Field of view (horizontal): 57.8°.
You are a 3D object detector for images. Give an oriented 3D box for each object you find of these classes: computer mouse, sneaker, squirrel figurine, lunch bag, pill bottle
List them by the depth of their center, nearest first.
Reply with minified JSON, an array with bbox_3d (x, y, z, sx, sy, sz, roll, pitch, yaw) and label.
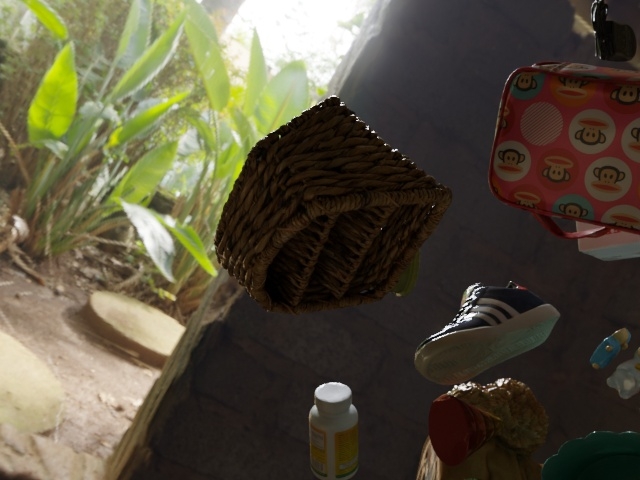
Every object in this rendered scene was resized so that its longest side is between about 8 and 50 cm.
[{"bbox_3d":[0.407,-0.122,0.867,0.293,0.258,0.120,20,28,31],"label":"lunch bag"},{"bbox_3d":[0.293,0.162,1.117,0.349,0.131,0.148,-8,42,-33],"label":"sneaker"},{"bbox_3d":[0.032,0.452,1.376,0.117,0.209,0.118,-2,17,1],"label":"pill bottle"},{"bbox_3d":[0.458,0.542,1.426,0.370,0.398,0.281,12,-9,2],"label":"squirrel figurine"},{"bbox_3d":[0.928,-0.646,1.861,0.272,0.189,0.072,-1,-1,-41],"label":"computer mouse"}]

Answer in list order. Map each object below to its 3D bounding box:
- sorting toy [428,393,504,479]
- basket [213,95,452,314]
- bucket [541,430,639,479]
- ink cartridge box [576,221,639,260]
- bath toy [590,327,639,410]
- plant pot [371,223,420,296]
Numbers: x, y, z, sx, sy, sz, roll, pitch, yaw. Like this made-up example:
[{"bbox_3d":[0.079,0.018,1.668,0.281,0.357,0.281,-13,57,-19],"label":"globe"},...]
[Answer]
[{"bbox_3d":[0.300,0.433,0.968,0.126,0.127,0.366,3,53,-24],"label":"sorting toy"},{"bbox_3d":[0.000,0.000,0.803,0.223,0.213,0.299,42,-35,11],"label":"basket"},{"bbox_3d":[0.547,0.492,1.036,0.281,0.281,0.183,29,-6,45],"label":"bucket"},{"bbox_3d":[0.595,-0.120,1.090,0.117,0.283,0.207,12,-18,-42],"label":"ink cartridge box"},{"bbox_3d":[0.848,0.378,1.427,0.128,0.151,0.348,-2,43,-41],"label":"bath toy"},{"bbox_3d":[0.024,-0.011,1.117,0.253,0.276,0.276,-7,6,-10],"label":"plant pot"}]
